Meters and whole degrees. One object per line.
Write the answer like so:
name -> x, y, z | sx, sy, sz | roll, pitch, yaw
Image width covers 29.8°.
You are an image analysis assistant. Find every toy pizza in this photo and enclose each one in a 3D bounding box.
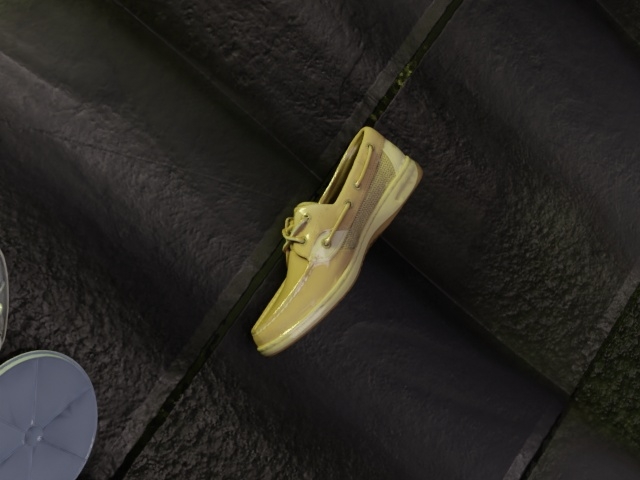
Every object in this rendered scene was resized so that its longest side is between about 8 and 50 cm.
toy pizza -> -0.347, 0.225, 1.413 | 0.201, 0.032, 0.201 | -16, 112, -47

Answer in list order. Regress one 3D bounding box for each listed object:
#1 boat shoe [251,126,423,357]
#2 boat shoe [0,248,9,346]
boat shoe -> 0.000, 0.000, 1.562 | 0.110, 0.122, 0.341 | 41, 64, -12
boat shoe -> -0.429, 0.146, 1.375 | 0.118, 0.103, 0.320 | 19, 82, -22
